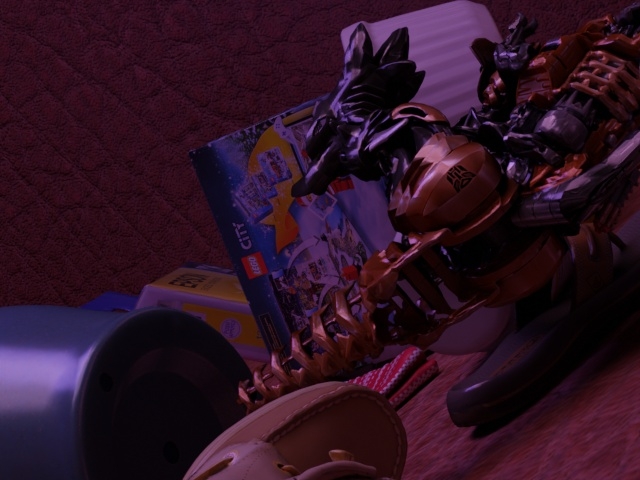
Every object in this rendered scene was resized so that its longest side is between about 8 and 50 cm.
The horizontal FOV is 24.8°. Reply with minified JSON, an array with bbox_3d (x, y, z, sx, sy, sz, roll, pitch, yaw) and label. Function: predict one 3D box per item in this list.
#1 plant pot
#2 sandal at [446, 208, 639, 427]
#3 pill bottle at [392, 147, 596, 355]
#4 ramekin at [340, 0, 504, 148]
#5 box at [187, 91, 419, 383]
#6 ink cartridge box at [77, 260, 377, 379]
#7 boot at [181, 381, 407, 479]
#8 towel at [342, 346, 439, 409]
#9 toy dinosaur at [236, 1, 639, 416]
[{"bbox_3d":[-0.179,0.159,0.956,0.255,0.271,0.272,-19,11,35],"label":"plant pot"},{"bbox_3d":[0.143,0.029,0.864,0.219,0.060,0.090,-38,1,-28],"label":"sandal"},{"bbox_3d":[0.123,0.006,1.041,0.117,0.117,0.215,-37,1,28],"label":"pill bottle"},{"bbox_3d":[0.128,-0.084,1.272,0.127,0.272,0.273,-23,3,7],"label":"ramekin"},{"bbox_3d":[0.000,0.000,1.269,0.159,0.233,0.044,-20,4,25],"label":"box"},{"bbox_3d":[-0.091,0.069,1.479,0.303,0.307,0.072,-59,-18,-85],"label":"ink cartridge box"},{"bbox_3d":[-0.009,0.128,0.626,0.262,0.095,0.203,-34,1,-39],"label":"boot"},{"bbox_3d":[-0.029,0.172,1.192,0.199,0.031,0.275,-38,2,-25],"label":"towel"},{"bbox_3d":[0.079,-0.033,0.800,0.322,0.164,0.218,-23,19,-11],"label":"toy dinosaur"}]
